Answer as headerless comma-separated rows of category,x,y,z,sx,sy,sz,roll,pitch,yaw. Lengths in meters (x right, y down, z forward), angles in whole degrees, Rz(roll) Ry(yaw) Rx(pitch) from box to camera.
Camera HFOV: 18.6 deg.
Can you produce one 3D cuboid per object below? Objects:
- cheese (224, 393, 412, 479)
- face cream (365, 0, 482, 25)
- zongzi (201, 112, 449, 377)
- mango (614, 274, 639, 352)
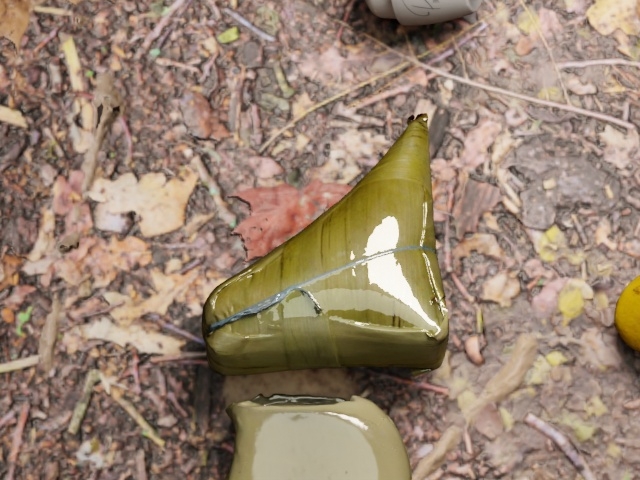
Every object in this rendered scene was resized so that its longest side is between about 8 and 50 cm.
cheese,-0.006,0.234,1.762,0.175,0.091,0.202,4,77,2
face cream,0.098,-0.262,1.862,0.104,0.117,0.117,3,76,19
zongzi,0.000,0.000,1.811,0.228,0.115,0.256,-3,71,3
mango,0.365,0.077,1.806,0.178,0.090,0.115,29,86,14
